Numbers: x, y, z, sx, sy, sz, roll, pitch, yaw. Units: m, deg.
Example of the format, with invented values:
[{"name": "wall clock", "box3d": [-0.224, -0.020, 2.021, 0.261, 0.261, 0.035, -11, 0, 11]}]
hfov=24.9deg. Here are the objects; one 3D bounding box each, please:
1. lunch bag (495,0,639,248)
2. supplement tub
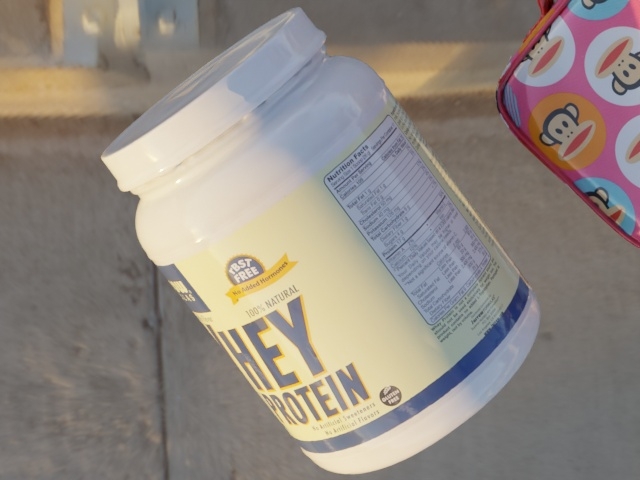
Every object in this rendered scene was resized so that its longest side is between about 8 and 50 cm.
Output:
[{"name": "lunch bag", "box3d": [0.284, -0.161, 1.161, 0.258, 0.120, 0.293, 44, 116, 5]}, {"name": "supplement tub", "box3d": [0.000, 0.000, 1.178, 0.235, 0.235, 0.325, -39, 103, -8]}]
